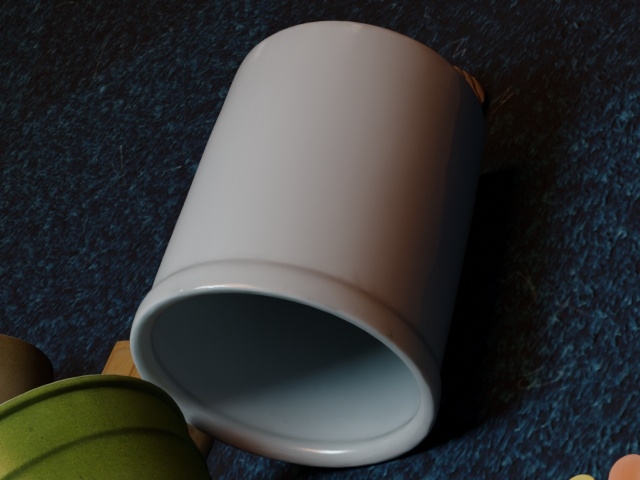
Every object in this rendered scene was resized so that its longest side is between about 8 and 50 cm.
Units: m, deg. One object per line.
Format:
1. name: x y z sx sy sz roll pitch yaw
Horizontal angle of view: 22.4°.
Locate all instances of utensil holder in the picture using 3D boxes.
1. utensil holder: 0.000 0.000 1.765 0.328 0.327 0.385 -20 41 38

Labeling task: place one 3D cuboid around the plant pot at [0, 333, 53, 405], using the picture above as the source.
1. plant pot: -0.466 0.289 2.144 0.237 0.237 0.254 -31 50 27

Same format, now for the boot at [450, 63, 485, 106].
1. boot: 0.062 -0.140 2.017 0.207 0.248 0.090 119 145 -57

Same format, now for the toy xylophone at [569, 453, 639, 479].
1. toy xylophone: 0.233 0.308 1.392 0.323 0.081 0.236 -25 40 34

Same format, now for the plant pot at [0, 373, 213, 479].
1. plant pot: -0.201 0.386 1.596 0.366 0.366 0.353 -47 54 5

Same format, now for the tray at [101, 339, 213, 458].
1. tray: -0.253 0.311 1.981 0.203 0.076 0.411 -7 52 47
